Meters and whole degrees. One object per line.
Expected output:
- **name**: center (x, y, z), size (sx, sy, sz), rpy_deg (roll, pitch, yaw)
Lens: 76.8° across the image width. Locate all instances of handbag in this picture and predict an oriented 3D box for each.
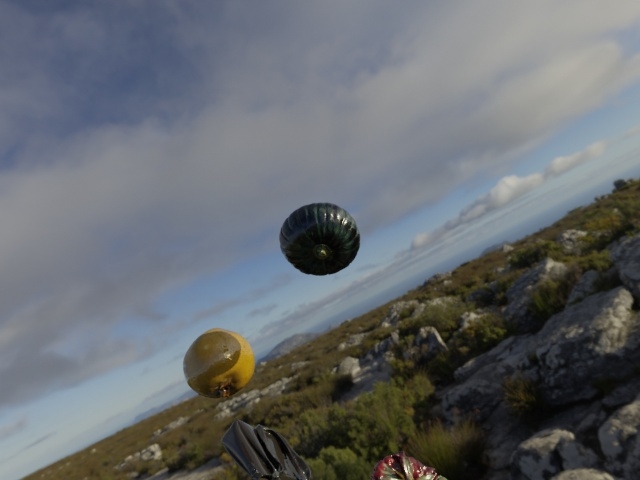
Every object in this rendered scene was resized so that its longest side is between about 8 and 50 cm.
- **handbag**: center (-0.162, 0.723, 1.333), size (0.257, 0.285, 0.113), rpy_deg (22, 73, 51)

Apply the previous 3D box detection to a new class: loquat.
- **loquat**: center (-0.302, 0.365, 1.198), size (0.208, 0.208, 0.208), rpy_deg (-26, -9, -4)

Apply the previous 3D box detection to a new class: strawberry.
- **strawberry**: center (0.281, 0.883, 1.358), size (0.261, 0.261, 0.257), rpy_deg (-22, -46, -28)

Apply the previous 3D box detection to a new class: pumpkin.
- **pumpkin**: center (0.000, 0.000, 0.995), size (0.202, 0.202, 0.140), rpy_deg (-29, 34, 11)

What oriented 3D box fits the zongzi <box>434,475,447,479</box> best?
- **zongzi**: center (0.255, 0.532, 0.826), size (0.104, 0.052, 0.113), rpy_deg (-26, -9, -33)
